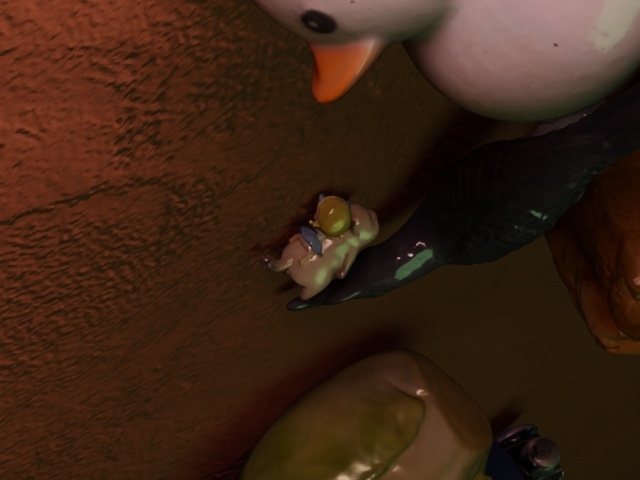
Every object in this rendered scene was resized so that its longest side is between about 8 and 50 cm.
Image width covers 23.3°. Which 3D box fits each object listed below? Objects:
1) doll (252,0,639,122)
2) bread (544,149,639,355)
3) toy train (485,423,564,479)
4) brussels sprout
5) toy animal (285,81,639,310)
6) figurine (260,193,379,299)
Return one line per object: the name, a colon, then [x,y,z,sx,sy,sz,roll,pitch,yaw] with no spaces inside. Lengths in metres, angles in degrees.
doll: [0.064,-0.172,0.715,0.221,0.221,0.251,14,101,-63]
bread: [0.366,-0.031,1.304,0.344,0.195,0.149,-20,151,-6]
toy train: [0.187,0.346,1.939,0.202,0.131,0.300,-18,150,-27]
brussels sprout: [0.040,0.247,1.393,0.294,0.227,0.259,-54,169,16]
toy animal: [0.157,-0.045,1.142,0.367,0.081,0.206,-29,-179,34]
figurine: [0.000,0.000,1.090,0.083,0.047,0.050,-44,147,2]
